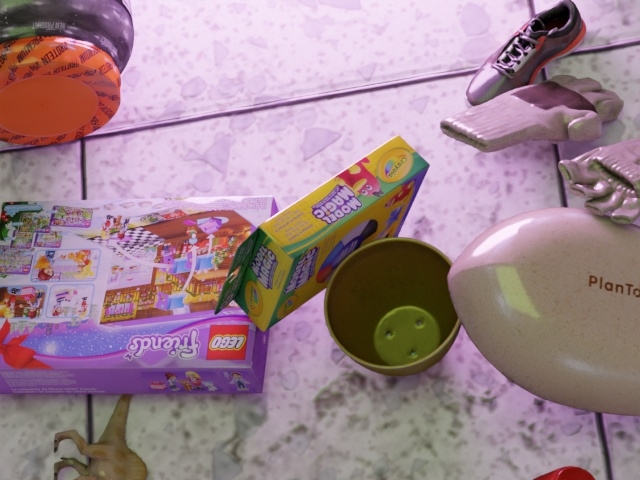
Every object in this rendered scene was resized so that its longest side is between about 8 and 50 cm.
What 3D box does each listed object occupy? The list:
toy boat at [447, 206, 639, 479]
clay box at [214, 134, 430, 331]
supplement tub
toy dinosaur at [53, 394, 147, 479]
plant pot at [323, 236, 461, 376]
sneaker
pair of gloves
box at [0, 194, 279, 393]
[{"bbox_3d":[0.226,0.126,1.620,0.267,0.148,0.318,18,65,-7],"label":"toy boat"},{"bbox_3d":[0.000,0.000,1.695,0.053,0.127,0.222,43,56,16],"label":"clay box"},{"bbox_3d":[-0.310,-0.286,1.896,0.207,0.207,0.338,-12,63,6],"label":"supplement tub"},{"bbox_3d":[-0.215,0.215,1.738,0.092,0.053,0.183,3,52,-6],"label":"toy dinosaur"},{"bbox_3d":[0.078,0.076,1.706,0.134,0.095,0.134,-5,65,10],"label":"plant pot"},{"bbox_3d":[0.205,-0.194,1.824,0.158,0.065,0.061,-44,64,-10],"label":"sneaker"},{"bbox_3d":[0.260,-0.094,1.722,0.240,0.042,0.204,26,36,35],"label":"pair of gloves"},{"bbox_3d":[-0.193,0.055,1.784,0.293,0.057,0.201,-1,57,12],"label":"box"}]
